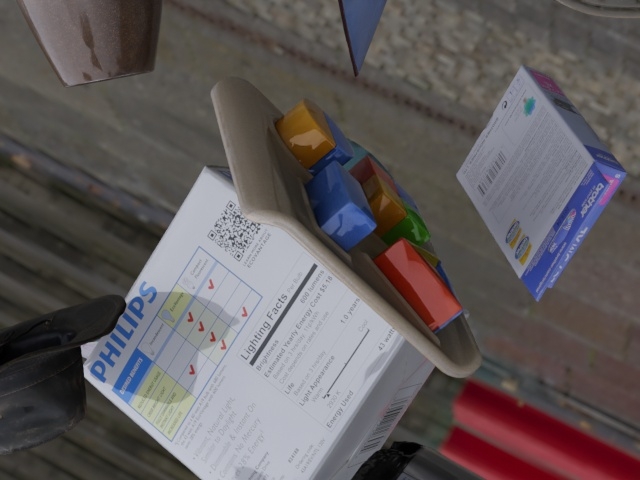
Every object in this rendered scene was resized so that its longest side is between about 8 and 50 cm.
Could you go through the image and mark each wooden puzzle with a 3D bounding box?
[{"bbox_3d":[0.041,-0.034,1.709,0.348,0.080,0.322,37,-161,-29],"label":"wooden puzzle"}]

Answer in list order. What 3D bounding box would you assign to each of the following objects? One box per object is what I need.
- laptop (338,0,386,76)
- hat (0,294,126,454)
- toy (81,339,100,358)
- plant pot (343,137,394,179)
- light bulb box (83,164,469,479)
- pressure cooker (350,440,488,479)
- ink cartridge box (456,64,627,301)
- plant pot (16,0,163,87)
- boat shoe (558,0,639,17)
[{"bbox_3d":[0.197,-0.396,1.712,0.407,0.236,0.382,-14,170,2],"label":"laptop"},{"bbox_3d":[-0.380,0.190,1.887,0.331,0.331,0.134,-2,110,64],"label":"hat"},{"bbox_3d":[-0.284,0.163,2.342,0.237,0.056,0.137,-4,152,44],"label":"toy"},{"bbox_3d":[0.000,0.000,2.437,0.290,0.195,0.290,40,148,32],"label":"plant pot"},{"bbox_3d":[-0.062,0.140,2.029,0.361,0.358,0.225,38,-165,19],"label":"light bulb box"},{"bbox_3d":[0.171,0.463,1.625,0.420,0.370,0.375,27,176,14],"label":"pressure cooker"},{"bbox_3d":[0.285,-0.073,1.924,0.065,0.186,0.311,18,-154,-23],"label":"ink cartridge box"},{"bbox_3d":[-0.267,-0.299,1.730,0.215,0.230,0.215,-10,-174,1],"label":"plant pot"},{"bbox_3d":[0.182,-0.263,1.281,0.307,0.111,0.104,11,-164,-1],"label":"boat shoe"}]
